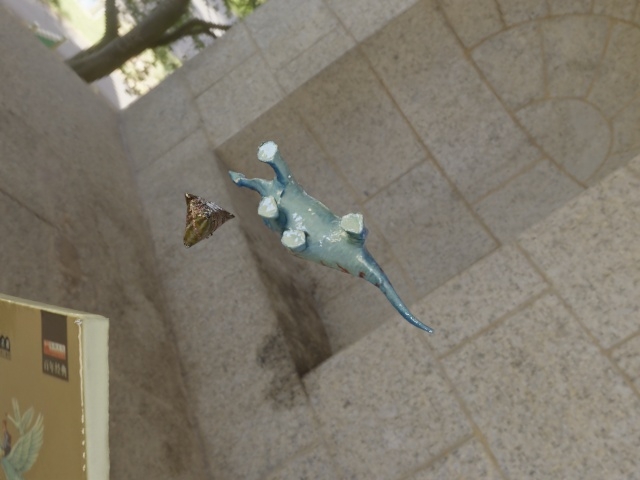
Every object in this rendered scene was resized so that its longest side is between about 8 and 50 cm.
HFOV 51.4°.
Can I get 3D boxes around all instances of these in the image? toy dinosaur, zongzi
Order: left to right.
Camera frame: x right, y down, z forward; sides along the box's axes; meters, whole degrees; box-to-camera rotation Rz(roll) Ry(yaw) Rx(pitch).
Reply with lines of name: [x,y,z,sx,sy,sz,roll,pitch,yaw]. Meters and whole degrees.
zongzi: [-0.151,-0.032,0.922,0.073,0.067,0.083,15,39,-27]
toy dinosaur: [-0.015,-0.017,0.717,0.329,0.076,0.144,36,-9,26]

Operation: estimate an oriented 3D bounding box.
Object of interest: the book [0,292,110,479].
book: [-0.191,0.191,0.428,0.021,0.216,0.311,-4,94,-45]
